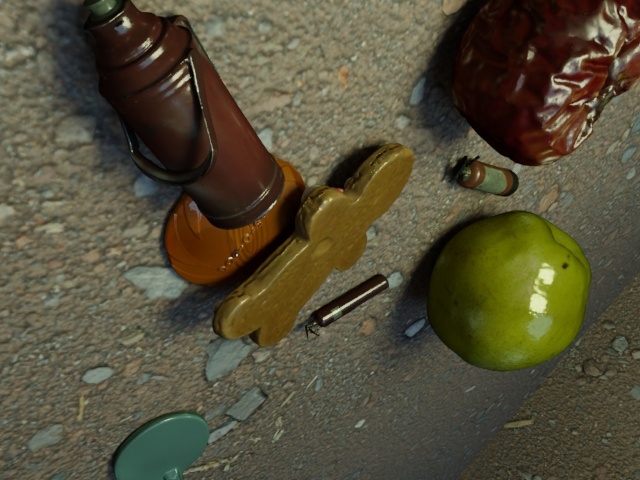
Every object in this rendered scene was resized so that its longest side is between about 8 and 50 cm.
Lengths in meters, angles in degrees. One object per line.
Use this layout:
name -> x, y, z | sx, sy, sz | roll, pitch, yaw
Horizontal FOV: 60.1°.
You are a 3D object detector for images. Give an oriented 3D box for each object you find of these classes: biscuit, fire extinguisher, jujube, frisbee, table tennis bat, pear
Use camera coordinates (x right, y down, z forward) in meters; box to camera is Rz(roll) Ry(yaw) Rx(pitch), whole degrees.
biscuit -> 0.000, 0.000, 0.739 | 0.340, 0.047, 0.216 | -50, 158, -1
fire extinguisher -> 0.268, -0.107, 0.911 | 0.177, 0.050, 0.062 | 4, 141, -46
jujube -> 0.283, -0.223, 0.697 | 0.232, 0.213, 0.213 | -49, 144, 14
frisbee -> -0.093, -0.015, 0.671 | 0.192, 0.035, 0.192 | -26, 140, -25
table tennis bat -> -0.246, 0.363, 0.894 | 0.152, 0.040, 0.244 | -23, 135, -25
pear -> 0.328, 0.095, 0.987 | 0.294, 0.294, 0.294 | -26, 140, -24
fire extinguisher -> 0.038, 0.111, 0.926 | 0.173, 0.035, 0.049 | -28, 179, -21

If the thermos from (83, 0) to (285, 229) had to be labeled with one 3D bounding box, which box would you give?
thermos -> -0.120, -0.118, 0.491 | 0.232, 0.098, 0.124 | 57, 42, -46
